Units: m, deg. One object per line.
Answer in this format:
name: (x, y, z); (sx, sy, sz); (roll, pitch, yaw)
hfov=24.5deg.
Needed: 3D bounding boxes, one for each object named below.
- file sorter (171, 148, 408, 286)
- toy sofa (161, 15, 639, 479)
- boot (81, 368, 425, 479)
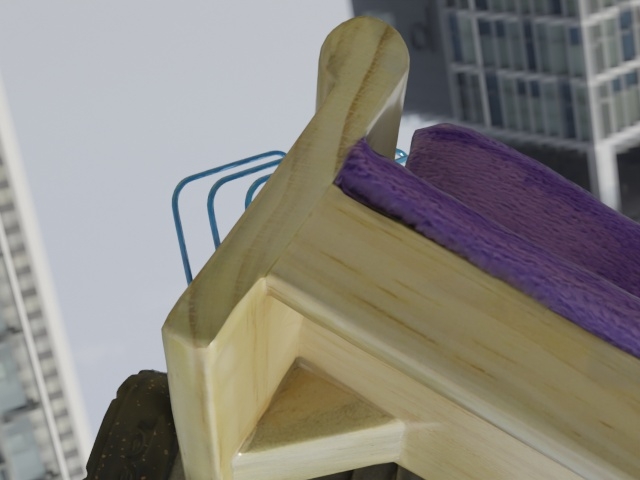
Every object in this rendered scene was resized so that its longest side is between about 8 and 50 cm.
file sorter: (0.000, 0.000, 0.946); (0.118, 0.104, 0.170); (-21, -164, -38)
toy sofa: (0.145, 0.069, 0.444); (0.362, 0.150, 0.177); (29, -113, 13)
boot: (-0.025, 0.224, 0.654); (0.223, 0.118, 0.338); (12, -110, 12)
